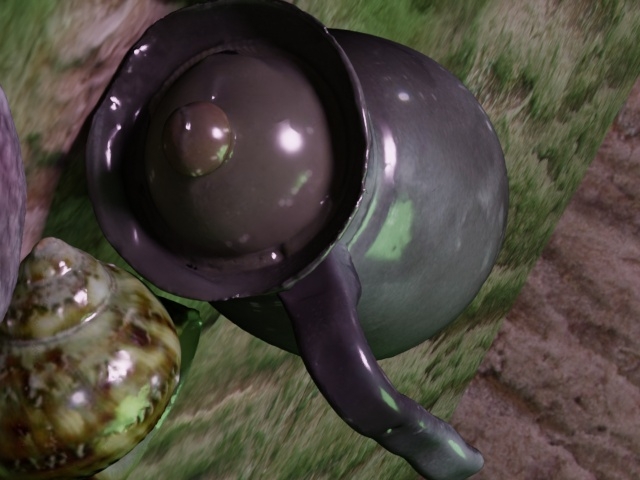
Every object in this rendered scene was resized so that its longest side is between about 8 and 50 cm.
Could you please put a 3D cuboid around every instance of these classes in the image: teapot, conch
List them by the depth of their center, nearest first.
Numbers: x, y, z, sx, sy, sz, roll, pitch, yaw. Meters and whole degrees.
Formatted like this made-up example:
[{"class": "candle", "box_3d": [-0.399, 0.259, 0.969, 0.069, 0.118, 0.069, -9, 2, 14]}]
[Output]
[{"class": "conch", "box_3d": [-0.144, 0.074, 0.930, 0.187, 0.124, 0.181, -46, 175, -45]}, {"class": "teapot", "box_3d": [-0.022, -0.003, 0.966, 0.285, 0.223, 0.305, 20, 68, -66]}]

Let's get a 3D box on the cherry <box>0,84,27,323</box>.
[{"class": "cherry", "box_3d": [-0.186, -0.024, 0.515, 0.195, 0.195, 0.195, -52, 164, -22]}]
